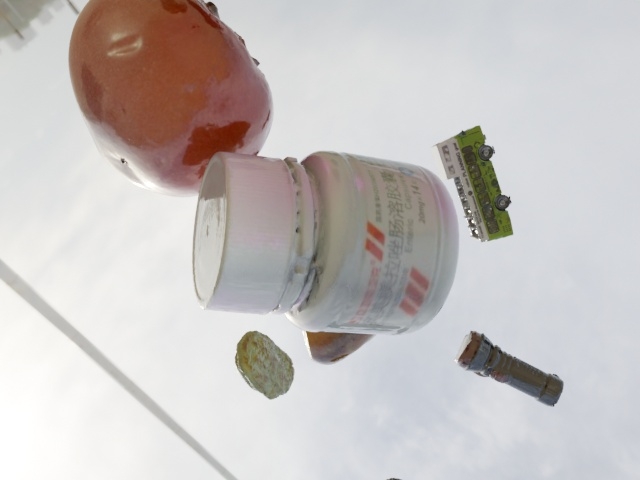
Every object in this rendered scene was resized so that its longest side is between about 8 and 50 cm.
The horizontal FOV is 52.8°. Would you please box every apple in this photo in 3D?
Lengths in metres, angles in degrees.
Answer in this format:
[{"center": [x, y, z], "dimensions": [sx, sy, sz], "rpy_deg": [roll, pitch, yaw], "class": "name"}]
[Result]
[{"center": [0.022, 0.131, 1.127], "dimensions": [0.163, 0.147, 0.146], "rpy_deg": [-33, 170, -24], "class": "apple"}]

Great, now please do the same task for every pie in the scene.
[{"center": [-0.187, 0.411, 2.076], "dimensions": [0.090, 0.248, 0.201], "rpy_deg": [-25, -149, 31], "class": "pie"}]

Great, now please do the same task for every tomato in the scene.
[{"center": [-0.244, -0.230, 1.010], "dimensions": [0.273, 0.341, 0.341], "rpy_deg": [-49, -147, -12], "class": "tomato"}]

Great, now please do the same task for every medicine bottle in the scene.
[{"center": [0.000, 0.000, 0.900], "dimensions": [0.256, 0.324, 0.256], "rpy_deg": [-173, -90, -68], "class": "medicine bottle"}]

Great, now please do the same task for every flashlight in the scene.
[{"center": [0.413, 0.286, 1.407], "dimensions": [0.093, 0.231, 0.093], "rpy_deg": [-61, 174, -11], "class": "flashlight"}]

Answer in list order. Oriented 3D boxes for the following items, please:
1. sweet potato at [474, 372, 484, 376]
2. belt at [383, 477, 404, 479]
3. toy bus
[{"center": [0.406, 0.308, 1.513], "dimensions": [0.115, 0.026, 0.026], "rpy_deg": [2, -147, -8], "class": "sweet potato"}, {"center": [0.146, 0.681, 1.367], "dimensions": [0.325, 0.122, 0.260], "rpy_deg": [-61, -156, 6], "class": "belt"}, {"center": [0.406, -0.143, 1.703], "dimensions": [0.139, 0.302, 0.113], "rpy_deg": [-20, -176, 1], "class": "toy bus"}]
